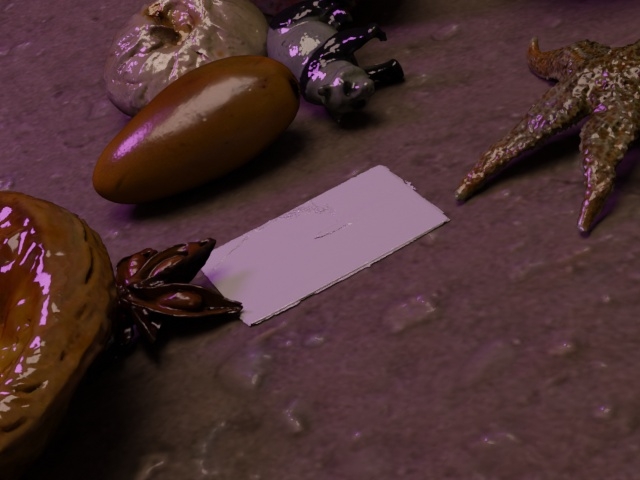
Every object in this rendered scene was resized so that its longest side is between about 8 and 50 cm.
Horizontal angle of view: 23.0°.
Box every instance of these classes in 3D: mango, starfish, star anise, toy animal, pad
[{"bbox_3d":[-0.139,-0.121,1.733,0.253,0.113,0.138,-30,37,-3],"label":"mango"},{"bbox_3d":[0.308,-0.139,1.564,0.347,0.078,0.358,-5,36,17],"label":"starfish"},{"bbox_3d":[-0.156,0.053,1.536,0.157,0.053,0.212,-17,30,8],"label":"star anise"},{"bbox_3d":[0.013,-0.212,1.802,0.121,0.094,0.225,-34,43,-3],"label":"toy animal"},{"bbox_3d":[0.000,0.000,1.578,0.232,0.004,0.156,-28,33,-12],"label":"pad"}]

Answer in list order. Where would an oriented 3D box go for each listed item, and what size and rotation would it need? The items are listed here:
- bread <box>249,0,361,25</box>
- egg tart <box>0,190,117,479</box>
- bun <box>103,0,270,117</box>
[{"bbox_3d":[-0.064,-0.409,1.931,0.295,0.327,0.114,-46,5,47],"label":"bread"},{"bbox_3d":[-0.372,0.130,1.416,0.443,0.178,0.443,-16,35,11],"label":"egg tart"},{"bbox_3d":[-0.166,-0.238,1.901,0.222,0.127,0.222,-12,32,8],"label":"bun"}]
